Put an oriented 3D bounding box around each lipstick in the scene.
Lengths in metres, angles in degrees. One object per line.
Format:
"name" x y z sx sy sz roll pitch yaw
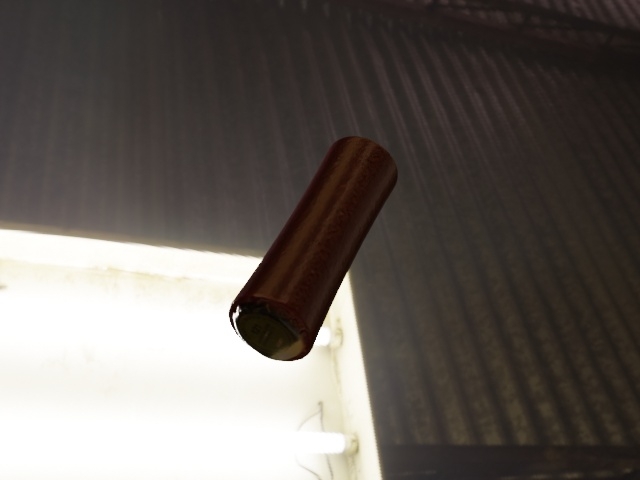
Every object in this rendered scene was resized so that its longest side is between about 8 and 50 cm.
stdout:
"lipstick" 0.000 0.000 0.711 0.080 0.080 0.241 26 -131 5
